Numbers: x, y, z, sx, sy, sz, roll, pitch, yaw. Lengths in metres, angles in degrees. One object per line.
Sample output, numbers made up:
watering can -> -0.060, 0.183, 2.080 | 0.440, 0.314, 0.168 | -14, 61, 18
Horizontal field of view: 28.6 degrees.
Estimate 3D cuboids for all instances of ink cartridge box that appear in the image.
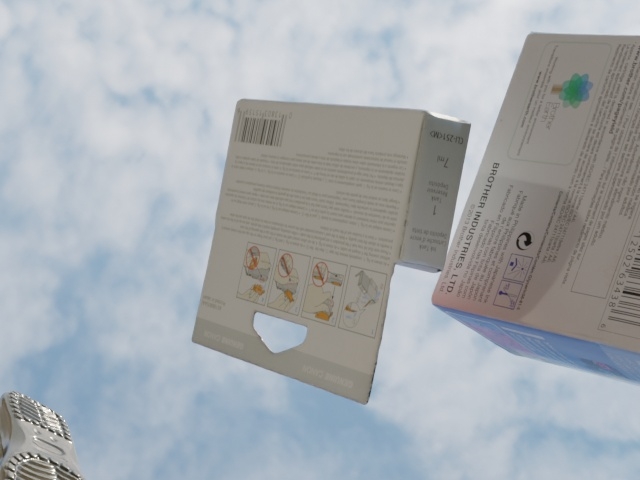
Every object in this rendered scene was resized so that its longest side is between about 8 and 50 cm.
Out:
ink cartridge box -> 0.000, 0.000, 1.102 | 0.275, 0.060, 0.239 | 12, -88, 52
ink cartridge box -> 0.310, -0.012, 0.988 | 0.395, 0.151, 0.270 | 11, -102, 49

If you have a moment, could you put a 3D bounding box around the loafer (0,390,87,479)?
loafer -> -0.263, 0.231, 1.118 | 0.092, 0.102, 0.268 | -57, -159, 8
